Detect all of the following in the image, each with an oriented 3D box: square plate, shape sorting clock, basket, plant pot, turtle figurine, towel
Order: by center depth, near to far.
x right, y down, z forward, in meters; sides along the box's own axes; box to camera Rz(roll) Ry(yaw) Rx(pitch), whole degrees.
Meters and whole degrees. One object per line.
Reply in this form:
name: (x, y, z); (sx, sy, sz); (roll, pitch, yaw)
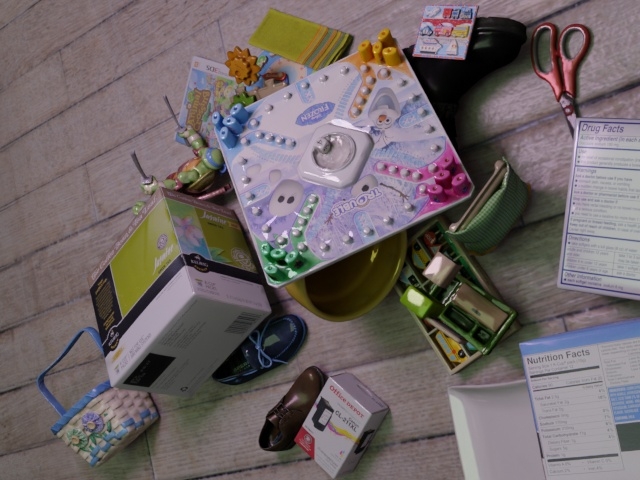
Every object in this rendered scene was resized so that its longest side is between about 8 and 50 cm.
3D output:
square plate: (0.351, 0.413, 1.488); (0.347, 0.049, 0.344); (149, 112, -66)
plant pot: (0.000, 0.000, 1.676); (0.239, 0.254, 0.254); (29, 107, 49)
towel: (-0.048, -0.435, 1.851); (0.237, 0.021, 0.102); (28, 78, 33)
shape sorting clock: (-0.078, -0.354, 1.862); (0.206, 0.040, 0.206); (-9, 72, 28)
turtle figurine: (-0.357, -0.173, 1.970); (0.266, 0.275, 0.198); (-41, 46, 42)
basket: (-0.563, 0.390, 2.133); (0.255, 0.201, 0.289); (-46, 75, 28)

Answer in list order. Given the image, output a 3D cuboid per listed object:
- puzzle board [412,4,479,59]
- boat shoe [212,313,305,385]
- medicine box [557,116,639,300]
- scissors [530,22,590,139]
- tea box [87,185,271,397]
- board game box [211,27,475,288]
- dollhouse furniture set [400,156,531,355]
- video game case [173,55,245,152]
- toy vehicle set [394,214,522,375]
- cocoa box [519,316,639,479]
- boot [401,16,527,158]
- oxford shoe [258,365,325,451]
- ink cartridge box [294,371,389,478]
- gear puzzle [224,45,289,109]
puzzle board: (0.221, -0.374, 1.530); (0.128, 0.011, 0.096); (19, 96, 49)
boat shoe: (-0.138, 0.257, 1.898); (0.258, 0.089, 0.109); (-45, 66, 27)
medicine box: (0.544, -0.047, 1.373); (0.263, 0.149, 0.289); (8, 94, 35)
scissors: (0.434, -0.248, 1.535); (0.109, 0.021, 0.297); (-2, 90, 33)
tea box: (-0.324, 0.118, 1.906); (0.329, 0.220, 0.323); (-46, 48, 27)
board game box: (0.022, -0.159, 1.534); (0.390, 0.050, 0.390); (-25, 60, 6)
dollhouse furniture set: (0.303, 0.035, 1.487); (0.151, 0.197, 0.301); (37, 96, 22)
video game case: (-0.254, -0.314, 2.022); (0.193, 0.023, 0.212); (23, 103, 34)
toy vehicle set: (0.247, 0.104, 1.655); (0.166, 0.035, 0.267); (-43, 67, 27)
cocoa box: (0.476, 0.234, 1.292); (0.231, 0.347, 0.228); (-15, 80, 29)
boot: (0.242, -0.244, 1.597); (0.348, 0.131, 0.260); (-16, 74, 45)
oxford shoe: (-0.062, 0.370, 1.841); (0.083, 0.096, 0.227); (38, 109, 32)
ink cartridge box: (0.042, 0.382, 1.779); (0.127, 0.072, 0.175); (38, 111, 30)
gear puzzle: (-0.113, -0.251, 1.817); (0.175, 0.044, 0.339); (-7, 114, 35)
